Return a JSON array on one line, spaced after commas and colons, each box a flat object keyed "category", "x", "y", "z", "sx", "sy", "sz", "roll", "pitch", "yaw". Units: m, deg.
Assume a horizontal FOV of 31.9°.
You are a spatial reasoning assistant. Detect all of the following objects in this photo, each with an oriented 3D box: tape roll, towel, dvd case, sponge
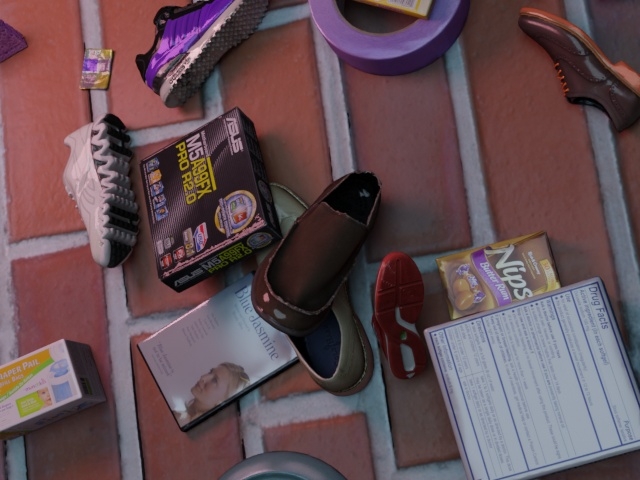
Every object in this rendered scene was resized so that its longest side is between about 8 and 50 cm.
[{"category": "tape roll", "x": 0.120, "y": -0.432, "z": 1.963, "sx": 0.275, "sy": 0.090, "sz": 0.274, "roll": -3, "pitch": 79, "yaw": 13}, {"category": "towel", "x": -0.424, "y": -0.324, "z": 2.120, "sx": 0.060, "sy": 0.009, "sz": 0.083, "roll": 6, "pitch": 81, "yaw": 16}, {"category": "dvd case", "x": -0.175, "y": 0.192, "z": 1.947, "sx": 0.253, "sy": 0.022, "sz": 0.180, "roll": -32, "pitch": 73, "yaw": 6}, {"category": "sponge", "x": -0.676, "y": -0.348, "z": 2.132, "sx": 0.210, "sy": 0.117, "sz": 0.031, "roll": -30, "pitch": 72, "yaw": 7}]

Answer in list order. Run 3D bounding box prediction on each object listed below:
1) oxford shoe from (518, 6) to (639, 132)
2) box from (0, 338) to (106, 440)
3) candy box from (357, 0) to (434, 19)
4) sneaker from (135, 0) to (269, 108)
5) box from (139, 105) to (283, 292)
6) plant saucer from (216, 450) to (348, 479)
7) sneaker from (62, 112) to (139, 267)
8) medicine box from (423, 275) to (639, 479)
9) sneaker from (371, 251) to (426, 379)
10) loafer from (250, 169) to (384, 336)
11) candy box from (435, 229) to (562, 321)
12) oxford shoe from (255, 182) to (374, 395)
[{"category": "oxford shoe", "x": 0.422, "y": -0.287, "z": 1.857, "sx": 0.271, "sy": 0.097, "sz": 0.098, "roll": 41, "pitch": 97, "yaw": 18}, {"category": "box", "x": -0.501, "y": 0.265, "z": 1.971, "sx": 0.203, "sy": 0.103, "sz": 0.114, "roll": -24, "pitch": 74, "yaw": 8}, {"category": "candy box", "x": 0.103, "y": -0.451, "z": 1.910, "sx": 0.206, "sy": 0.027, "sz": 0.105, "roll": 19, "pitch": 82, "yaw": 17}, {"category": "sneaker", "x": -0.226, "y": -0.393, "z": 2.036, "sx": 0.146, "sy": 0.102, "sz": 0.293, "roll": 44, "pitch": 92, "yaw": 19}, {"category": "box", "x": -0.193, "y": -0.072, "z": 1.926, "sx": 0.216, "sy": 0.060, "sz": 0.270, "roll": -27, "pitch": 54, "yaw": 17}, {"category": "plant saucer", "x": -0.070, "y": 0.507, "z": 1.847, "sx": 0.318, "sy": 0.044, "sz": 0.317, "roll": -3, "pitch": 78, "yaw": 14}, {"category": "sneaker", "x": -0.402, "y": -0.082, "z": 2.024, "sx": 0.118, "sy": 0.110, "sz": 0.292, "roll": -15, "pitch": 67, "yaw": 19}, {"category": "medicine box", "x": 0.340, "y": 0.229, "z": 1.743, "sx": 0.289, "sy": 0.149, "sz": 0.263, "roll": -18, "pitch": 75, "yaw": 10}, {"category": "sneaker", "x": 0.109, "y": 0.105, "z": 1.813, "sx": 0.087, "sy": 0.128, "sz": 0.221, "roll": -10, "pitch": 114, "yaw": -16}, {"category": "loafer", "x": 0.000, "y": 0.000, "z": 1.782, "sx": 0.134, "sy": 0.130, "sz": 0.366, "roll": 28, "pitch": 44, "yaw": -1}, {"category": "candy box", "x": 0.293, "y": 0.061, "z": 1.840, "sx": 0.187, "sy": 0.053, "sz": 0.109, "roll": -15, "pitch": 75, "yaw": 9}, {"category": "oxford shoe", "x": -0.027, "y": 0.066, "z": 1.868, "sx": 0.141, "sy": 0.146, "sz": 0.396, "roll": -30, "pitch": 73, "yaw": 8}]
